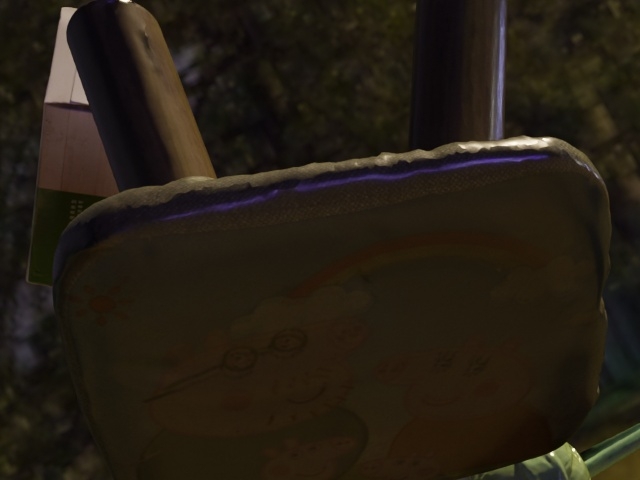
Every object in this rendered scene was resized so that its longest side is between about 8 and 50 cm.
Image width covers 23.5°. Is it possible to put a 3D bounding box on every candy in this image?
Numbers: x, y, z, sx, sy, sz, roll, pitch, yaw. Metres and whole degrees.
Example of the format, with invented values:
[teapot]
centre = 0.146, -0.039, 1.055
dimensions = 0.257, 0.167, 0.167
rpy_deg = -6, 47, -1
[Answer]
[candy]
centre = 0.268, 0.148, 1.236
dimensions = 0.335, 0.092, 0.093
rpy_deg = -26, 2, -16

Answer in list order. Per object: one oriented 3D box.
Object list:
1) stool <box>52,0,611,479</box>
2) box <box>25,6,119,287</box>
[stool]
centre = 0.000, 0.000, 0.948
dimensions = 0.310, 0.226, 0.310
rpy_deg = -9, -40, -3
[box]
centre = -0.192, -0.072, 1.271
dimensions = 0.081, 0.135, 0.199
rpy_deg = 6, -48, -7
